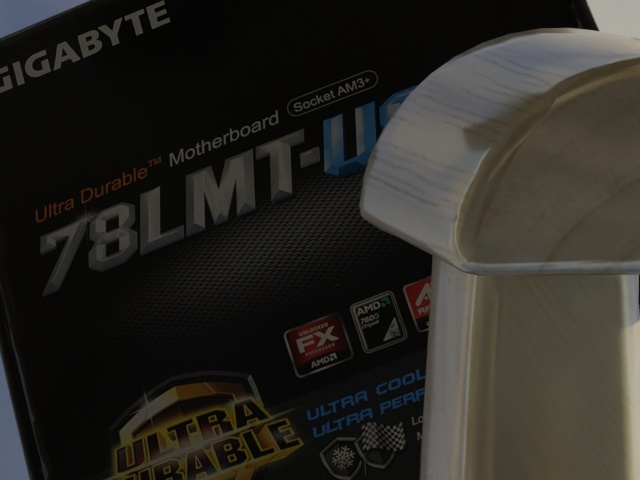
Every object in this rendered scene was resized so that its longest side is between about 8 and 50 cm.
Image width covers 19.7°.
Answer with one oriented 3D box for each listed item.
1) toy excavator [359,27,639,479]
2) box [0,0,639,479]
[{"bbox_3d":[0.144,0.207,0.590,0.445,0.222,0.433,27,-88,-24],"label":"toy excavator"},{"bbox_3d":[0.000,0.000,0.815,0.295,0.073,0.293,-20,-113,7],"label":"box"}]
